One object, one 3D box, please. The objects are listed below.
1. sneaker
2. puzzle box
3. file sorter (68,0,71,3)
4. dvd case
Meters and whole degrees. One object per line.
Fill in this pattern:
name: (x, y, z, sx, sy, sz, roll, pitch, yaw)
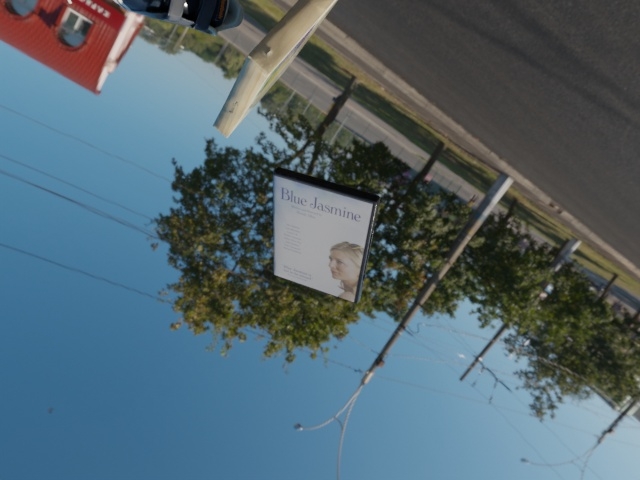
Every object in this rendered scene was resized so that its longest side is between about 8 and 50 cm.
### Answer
sneaker: (-0.264, -0.487, 0.881, 0.128, 0.126, 0.321, 29, -152, 9)
puzzle box: (-0.110, -0.398, 1.005, 0.052, 0.272, 0.409, 41, 162, -15)
file sorter: (-0.471, -0.666, 0.975, 0.192, 0.278, 0.173, 67, 164, -4)
dvd case: (0.000, 0.000, 0.796, 0.181, 0.252, 0.022, 18, -136, 14)
